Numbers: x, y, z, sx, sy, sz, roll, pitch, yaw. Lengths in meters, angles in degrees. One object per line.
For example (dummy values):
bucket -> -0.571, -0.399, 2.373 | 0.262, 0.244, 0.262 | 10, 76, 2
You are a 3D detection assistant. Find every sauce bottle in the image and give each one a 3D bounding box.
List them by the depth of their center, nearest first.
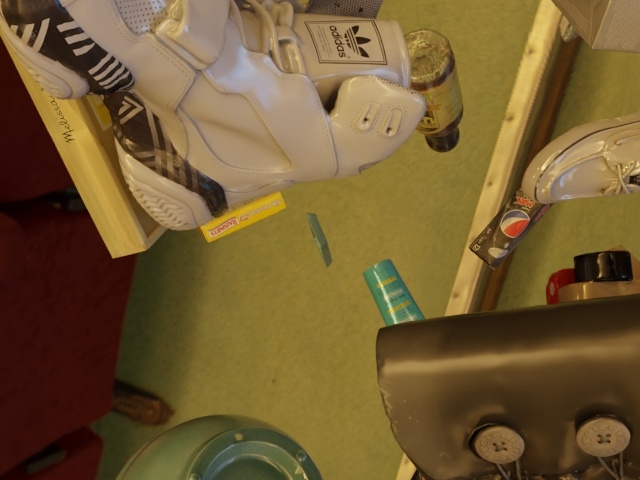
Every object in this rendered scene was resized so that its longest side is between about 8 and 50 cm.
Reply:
sauce bottle -> 0.211, -0.260, 1.577 | 0.111, 0.344, 0.112 | -5, 70, 14

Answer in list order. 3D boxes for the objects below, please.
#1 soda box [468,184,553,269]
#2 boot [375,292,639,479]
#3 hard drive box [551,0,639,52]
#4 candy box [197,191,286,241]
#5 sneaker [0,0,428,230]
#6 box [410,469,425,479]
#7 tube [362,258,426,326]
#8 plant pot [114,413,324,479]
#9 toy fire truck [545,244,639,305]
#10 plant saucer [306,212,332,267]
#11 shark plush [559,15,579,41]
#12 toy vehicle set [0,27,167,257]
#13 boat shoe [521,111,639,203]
soda box -> 0.341, -0.030, 1.508 | 0.053, 0.060, 0.169 | 42, 96, 24
boot -> 0.248, 0.052, 0.631 | 0.445, 0.146, 0.367 | -10, 115, 29
hard drive box -> 0.442, -0.323, 1.120 | 0.232, 0.181, 0.089 | 1, 130, -13
candy box -> -0.117, -0.044, 1.098 | 0.105, 0.206, 0.027 | -27, 105, -9
sneaker -> -0.054, -0.137, 0.524 | 0.210, 0.366, 0.138 | -14, 63, 3
box -> 0.220, 0.338, 1.352 | 0.073, 0.296, 0.293 | 25, 152, 17
tube -> 0.136, 0.131, 1.360 | 0.080, 0.052, 0.207 | -27, 75, 0
plant pot -> -0.105, 0.339, 1.035 | 0.293, 0.293, 0.196 | 46, 144, 5
toy fire truck -> 0.348, 0.065, 0.956 | 0.216, 0.246, 0.159 | -2, 80, -6
plant saucer -> 0.000, 0.000, 1.506 | 0.018, 0.192, 0.067 | -23, 78, -1
shark plush -> 0.438, -0.358, 1.281 | 0.161, 0.067, 0.073 | -17, 141, 24
toy vehicle set -> -0.170, -0.142, 0.680 | 0.035, 0.166, 0.267 | -11, 114, 24
boat shoe -> 0.391, -0.099, 1.096 | 0.088, 0.267, 0.096 | -126, 27, -46
